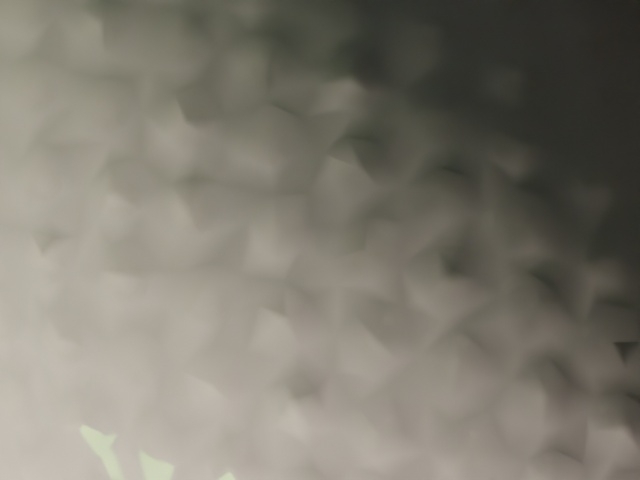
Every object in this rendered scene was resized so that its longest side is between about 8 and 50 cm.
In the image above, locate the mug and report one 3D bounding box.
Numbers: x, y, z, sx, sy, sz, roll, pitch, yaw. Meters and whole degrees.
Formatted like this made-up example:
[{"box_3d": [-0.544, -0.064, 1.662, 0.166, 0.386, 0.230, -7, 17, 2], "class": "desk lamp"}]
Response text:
[{"box_3d": [-0.021, 0.046, 0.595, 0.328, 0.374, 0.276, 51, -162, 18], "class": "mug"}]
